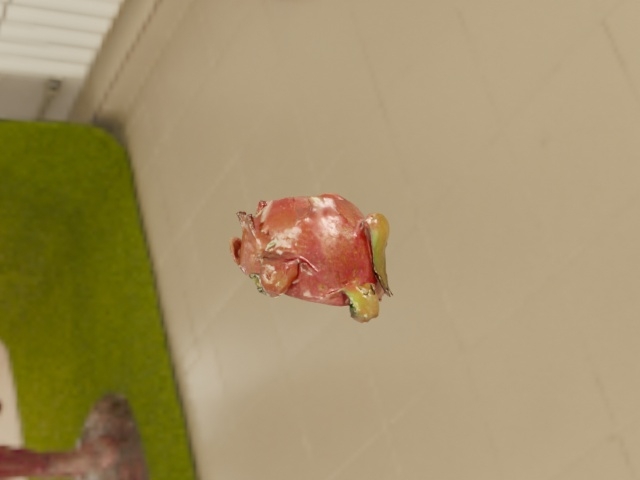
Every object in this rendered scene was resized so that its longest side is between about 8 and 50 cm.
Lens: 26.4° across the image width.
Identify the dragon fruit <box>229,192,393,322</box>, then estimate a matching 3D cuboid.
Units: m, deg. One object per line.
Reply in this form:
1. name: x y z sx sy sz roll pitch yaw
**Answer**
1. dragon fruit: -0.004 -0.002 0.913 0.126 0.112 0.068 -92 14 -74
